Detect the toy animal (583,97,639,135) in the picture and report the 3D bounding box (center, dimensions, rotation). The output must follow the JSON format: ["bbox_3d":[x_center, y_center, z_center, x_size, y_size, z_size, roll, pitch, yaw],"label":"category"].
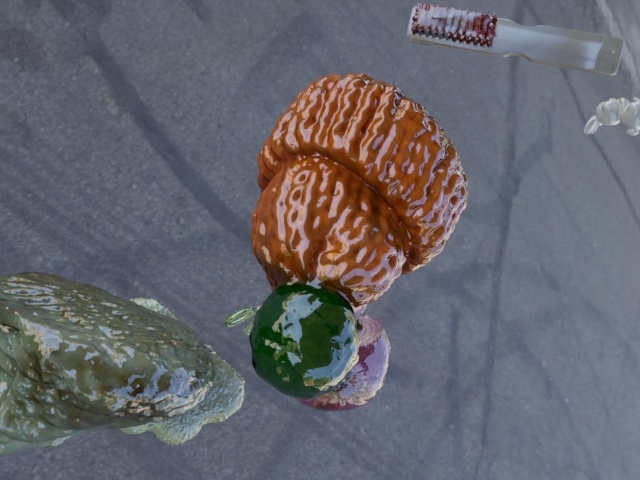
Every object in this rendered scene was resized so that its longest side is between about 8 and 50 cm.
[{"bbox_3d":[0.633,-0.270,1.465,0.071,0.124,0.085,-32,126,-45],"label":"toy animal"}]

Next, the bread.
[{"bbox_3d":[-0.272,0.244,1.179,0.286,0.056,0.207,42,79,-18],"label":"bread"}]

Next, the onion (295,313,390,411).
[{"bbox_3d":[0.021,0.227,1.262,0.207,0.200,0.200,-4,82,-28],"label":"onion"}]

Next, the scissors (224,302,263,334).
[{"bbox_3d":[-0.093,0.126,1.359,0.020,0.187,0.133,57,7,24],"label":"scissors"}]

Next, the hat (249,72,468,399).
[{"bbox_3d":[0.000,0.000,0.899,0.285,0.285,0.400,49,64,-29],"label":"hat"}]

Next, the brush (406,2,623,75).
[{"bbox_3d":[0.291,-0.311,1.041,0.050,0.321,0.060,28,76,-77],"label":"brush"}]

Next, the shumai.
[{"bbox_3d":[-0.257,0.161,0.715,0.222,0.272,0.203,1,106,-72],"label":"shumai"}]
